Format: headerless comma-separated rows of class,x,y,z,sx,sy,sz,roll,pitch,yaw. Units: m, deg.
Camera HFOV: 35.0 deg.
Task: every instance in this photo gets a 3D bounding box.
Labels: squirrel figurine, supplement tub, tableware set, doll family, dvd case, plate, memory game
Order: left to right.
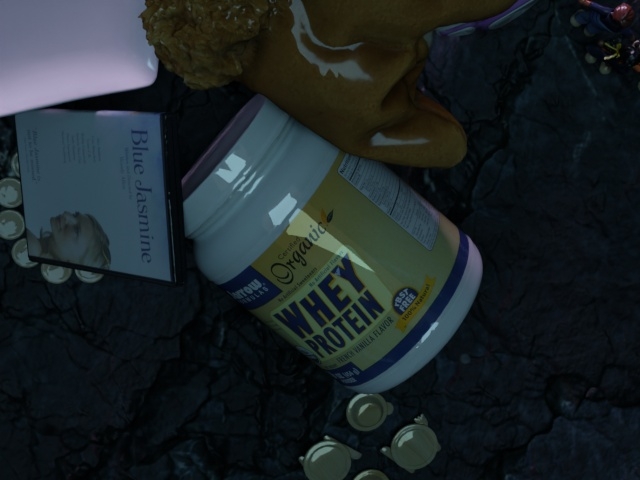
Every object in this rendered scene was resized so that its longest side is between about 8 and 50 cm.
plate,-0.249,-0.274,0.996,0.045,0.278,0.277,16,112,24
memory game,-0.295,-0.037,1.208,0.186,0.012,0.186,-2,102,-8
dvd case,-0.244,-0.052,1.106,0.022,0.253,0.180,-16,108,-50
supplement tub,0.000,0.000,1.150,0.316,0.228,0.228,39,94,-14
squirrel figurine,0.019,-0.299,0.956,0.397,0.281,0.370,5,144,-20
tableware set,0.065,0.277,1.327,0.141,0.020,0.168,43,92,-16
doll family,0.381,-0.228,1.219,0.193,0.111,0.076,19,98,-12

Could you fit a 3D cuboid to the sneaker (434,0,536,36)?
sneaker,0.233,-0.358,1.186,0.305,0.114,0.152,-39,91,-3
